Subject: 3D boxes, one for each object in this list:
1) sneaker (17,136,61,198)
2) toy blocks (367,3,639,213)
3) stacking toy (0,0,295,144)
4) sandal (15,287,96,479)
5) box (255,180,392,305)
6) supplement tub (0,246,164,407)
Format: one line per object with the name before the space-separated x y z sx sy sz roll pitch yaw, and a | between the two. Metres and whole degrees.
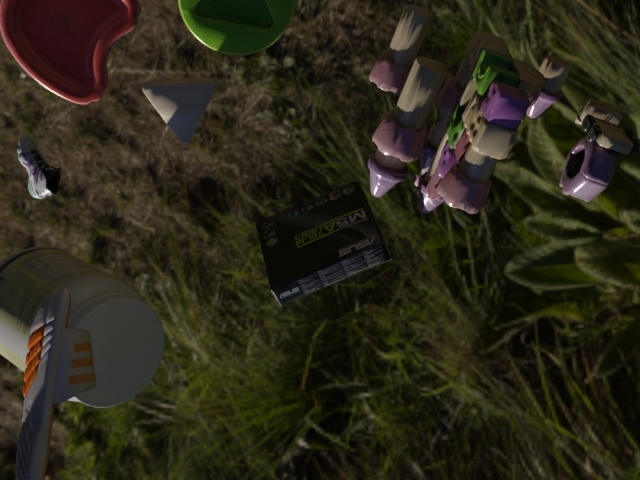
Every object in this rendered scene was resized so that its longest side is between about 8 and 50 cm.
sneaker | -0.423 -0.114 1.269 0.069 0.038 0.098 -2 110 35
toy blocks | 0.209 -0.127 1.156 0.308 0.289 0.260 17 121 -8
stacking toy | -0.194 -0.293 0.963 0.279 0.130 0.309 34 110 -22
sandal | -0.328 0.194 1.044 0.076 0.265 0.102 11 170 -33
box | 0.000 0.000 1.317 0.190 0.184 0.045 -22 125 4
supplement tub | -0.460 0.156 1.529 0.324 0.235 0.235 19 162 43
